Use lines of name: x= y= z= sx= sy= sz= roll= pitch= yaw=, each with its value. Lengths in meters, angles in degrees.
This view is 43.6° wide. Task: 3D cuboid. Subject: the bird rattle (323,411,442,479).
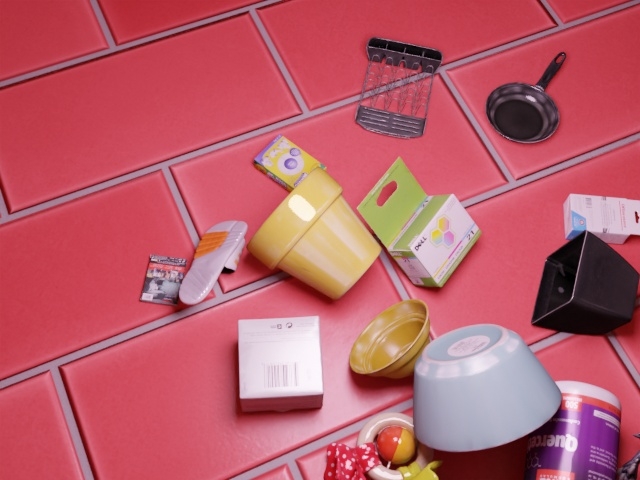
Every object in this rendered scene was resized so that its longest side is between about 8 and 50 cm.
bird rattle: x=0.142 y=0.462 z=1.692 sx=0.254 sy=0.143 sz=0.206 roll=13 pitch=51 yaw=18

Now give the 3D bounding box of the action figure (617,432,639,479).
action figure: x=0.698 y=0.508 z=1.668 sx=0.164 sy=0.140 sz=0.276 roll=30 pitch=39 yaw=20

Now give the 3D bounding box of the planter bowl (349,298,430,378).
planter bowl: x=0.175 y=0.238 z=1.769 sx=0.090 sy=0.217 sz=0.217 roll=48 pitch=66 yaw=-19

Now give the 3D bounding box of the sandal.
sandal: x=-0.248 y=0.061 z=1.868 sx=0.102 sy=0.076 sz=0.265 roll=6 pitch=49 yaw=26

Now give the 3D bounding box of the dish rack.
dish rack: x=0.203 y=-0.401 z=2.126 sx=0.209 sy=0.074 sz=0.271 roll=12 pitch=64 yaw=4

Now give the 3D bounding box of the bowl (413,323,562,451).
bowl: x=0.315 y=0.280 z=1.637 sx=0.312 sy=0.311 sz=0.163 roll=-23 pitch=101 yaw=-14

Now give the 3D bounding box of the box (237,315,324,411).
box: x=-0.087 y=0.270 z=1.749 sx=0.181 sy=0.119 sz=0.181 roll=-2 pitch=63 yaw=-4

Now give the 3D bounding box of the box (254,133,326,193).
box: x=-0.068 y=-0.178 z=2.018 sx=0.179 sy=0.043 sz=0.105 roll=37 pitch=68 yaw=13

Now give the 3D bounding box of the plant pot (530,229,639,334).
plant pot: x=0.617 y=0.118 z=1.839 sx=0.167 sy=0.188 sz=0.187 roll=24 pitch=64 yaw=-6

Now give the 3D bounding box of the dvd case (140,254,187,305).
dvd case: x=-0.368 y=0.093 z=1.882 sx=0.087 sy=0.013 sz=0.119 roll=7 pitch=62 yaw=0

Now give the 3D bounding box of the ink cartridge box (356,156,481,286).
ink cartridge box: x=0.231 y=-0.044 z=1.861 sx=0.188 sy=0.097 sz=0.255 roll=-50 pitch=115 yaw=-23

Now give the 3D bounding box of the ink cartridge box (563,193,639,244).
ink cartridge box: x=0.701 y=-0.051 z=1.983 sx=0.180 sy=0.060 sz=0.104 roll=6 pitch=63 yaw=0

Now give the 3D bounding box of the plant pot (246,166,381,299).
plant pot: x=0.000 y=0.000 z=1.835 sx=0.239 sy=0.254 sz=0.254 roll=41 pitch=68 yaw=-1

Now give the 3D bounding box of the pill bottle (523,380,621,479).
pill bottle: x=0.515 y=0.466 z=1.648 sx=0.182 sy=0.181 sz=0.322 roll=13 pitch=63 yaw=4

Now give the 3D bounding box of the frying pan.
frying pan: x=0.545 y=-0.389 z=2.150 sx=0.197 sy=0.053 sz=0.326 roll=12 pitch=62 yaw=3
